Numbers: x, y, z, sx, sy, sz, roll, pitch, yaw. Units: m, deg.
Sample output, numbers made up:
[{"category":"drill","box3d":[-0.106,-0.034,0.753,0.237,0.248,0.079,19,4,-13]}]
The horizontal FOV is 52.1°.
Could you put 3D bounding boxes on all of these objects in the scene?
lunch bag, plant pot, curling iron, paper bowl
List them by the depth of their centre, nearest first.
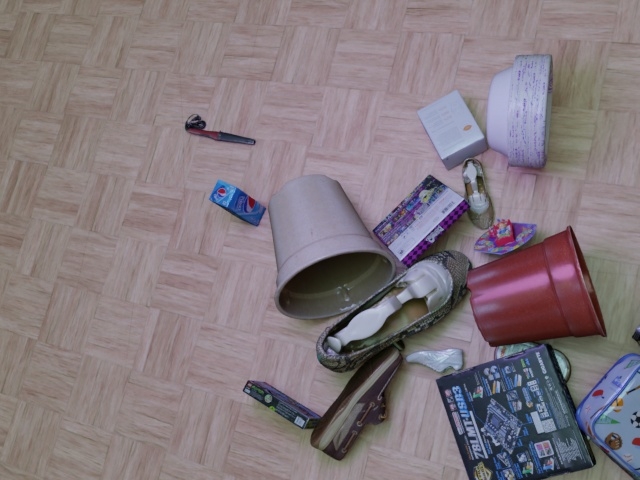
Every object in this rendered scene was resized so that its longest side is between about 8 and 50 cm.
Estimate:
[{"category":"lunch bag","box3d":[0.746,0.412,1.448,0.303,0.115,0.243,41,87,-2]},{"category":"plant pot","box3d":[0.513,0.132,1.584,0.265,0.272,0.272,-19,70,23]},{"category":"paper bowl","box3d":[0.510,-0.330,1.677,0.148,0.284,0.284,5,78,22]},{"category":"plant pot","box3d":[0.000,0.000,1.789,0.334,0.334,0.305,-27,58,12]},{"category":"curling iron","box3d":[-0.331,-0.354,2.133,0.274,0.035,0.068,20,84,24]}]

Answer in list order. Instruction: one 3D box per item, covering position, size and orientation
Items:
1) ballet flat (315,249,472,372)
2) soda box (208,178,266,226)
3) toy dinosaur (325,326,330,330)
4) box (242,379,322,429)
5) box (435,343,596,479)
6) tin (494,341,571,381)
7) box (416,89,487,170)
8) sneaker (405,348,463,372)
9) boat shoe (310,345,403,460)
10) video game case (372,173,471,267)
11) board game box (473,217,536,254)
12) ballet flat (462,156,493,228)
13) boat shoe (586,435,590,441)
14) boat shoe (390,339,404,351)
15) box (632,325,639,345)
[{"category":"ballet flat","box3d":[0.195,0.175,1.675,0.483,0.182,0.164,-34,72,-3]},{"category":"soda box","box3d":[-0.243,-0.108,1.941,0.071,0.210,0.067,23,85,23]},{"category":"toy dinosaur","box3d":[0.056,0.259,1.841,0.082,0.047,0.090,32,56,33]},{"category":"box","box3d":[-0.104,0.450,1.799,0.207,0.114,0.036,26,86,24]},{"category":"box","box3d":[0.464,0.433,1.586,0.293,0.073,0.295,-26,70,25]},{"category":"tin","box3d":[0.530,0.305,1.644,0.190,0.040,0.106,16,78,23]},{"category":"box","box3d":[0.368,-0.307,1.830,0.130,0.091,0.170,-27,68,12]},{"category":"sneaker","box3d":[0.298,0.317,1.717,0.152,0.054,0.061,-6,77,18]},{"category":"boat shoe","box3d":[0.119,0.436,1.732,0.123,0.123,0.342,38,90,-7]},{"category":"video game case","box3d":[0.266,-0.058,1.769,0.232,0.042,0.210,-45,28,4]},{"category":"board game box","box3d":[0.466,-0.020,1.686,0.133,0.033,0.169,-38,20,-20]},{"category":"ballet flat","box3d":[0.419,-0.133,1.779,0.073,0.067,0.206,-17,71,17]},{"category":"boat shoe","box3d":[0.646,0.417,1.555,0.059,0.063,0.170,42,94,18]},{"category":"boat shoe","box3d":[0.164,0.253,1.787,0.152,0.056,0.049,45,107,25]},{"category":"box","box3d":[0.858,0.185,1.481,0.247,0.163,0.142,-42,65,7]}]
